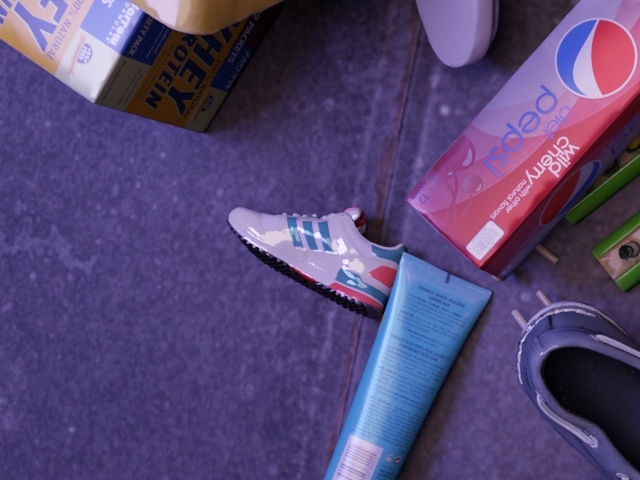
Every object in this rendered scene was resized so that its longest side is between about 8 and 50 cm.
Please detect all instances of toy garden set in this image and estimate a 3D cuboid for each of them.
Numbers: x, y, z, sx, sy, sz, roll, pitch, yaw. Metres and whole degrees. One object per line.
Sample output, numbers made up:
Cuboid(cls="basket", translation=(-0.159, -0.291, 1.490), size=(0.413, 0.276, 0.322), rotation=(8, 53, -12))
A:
Cuboid(cls="toy garden set", translation=(0.207, -0.007, 1.171), size=(0.204, 0.049, 0.244), rotation=(-40, 73, 13))

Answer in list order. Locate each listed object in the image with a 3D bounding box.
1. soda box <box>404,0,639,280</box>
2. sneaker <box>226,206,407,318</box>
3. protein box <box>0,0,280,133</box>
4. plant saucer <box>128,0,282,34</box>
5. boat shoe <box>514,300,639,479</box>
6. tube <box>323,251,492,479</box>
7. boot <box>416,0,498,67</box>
Cuboid(cls="soda box", translation=(0.188, -0.095, 1.116), size=(0.083, 0.092, 0.263), rotation=(45, 99, 20))
Cuboid(cls="sneaker", translation=(0.000, 0.000, 1.253), size=(0.161, 0.057, 0.075), rotation=(28, 79, 22))
Cuboid(cls="protein box", translation=(-0.181, -0.208, 1.257), size=(0.201, 0.200, 0.136), rotation=(34, 99, 20))
Cuboid(cls="plant saucer", translation=(-0.111, -0.316, 1.178), size=(0.333, 0.332, 0.081), rotation=(35, 131, 20))
Cuboid(cls="boat shoe", translation=(0.270, 0.170, 1.079), size=(0.319, 0.099, 0.116), rotation=(42, 99, 4))
Cuboid(cls="tube", translation=(0.063, 0.120, 1.213), size=(0.080, 0.052, 0.207), rotation=(23, 92, -11))
Cuboid(cls="boot", translation=(0.139, -0.274, 1.195), size=(0.095, 0.123, 0.258), rotation=(13, 112, 60))
